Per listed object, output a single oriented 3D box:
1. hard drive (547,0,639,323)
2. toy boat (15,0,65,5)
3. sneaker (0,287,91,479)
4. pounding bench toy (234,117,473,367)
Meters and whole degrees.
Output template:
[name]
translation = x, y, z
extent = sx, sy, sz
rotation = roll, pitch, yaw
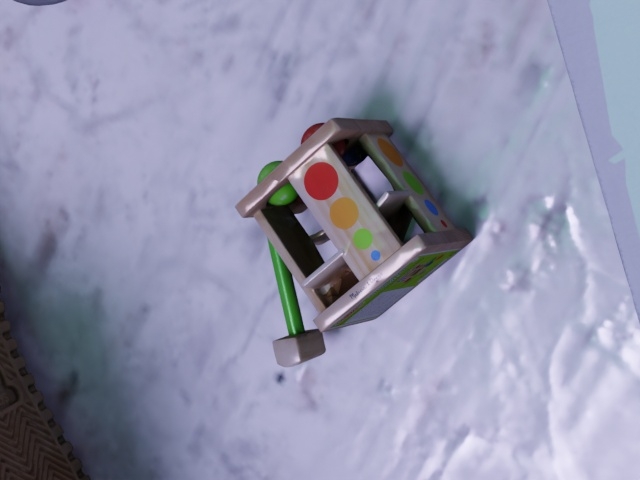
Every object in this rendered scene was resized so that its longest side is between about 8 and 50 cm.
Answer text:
[hard drive]
translation = 0.249, -0.077, 0.398
extent = 0.353, 0.047, 0.233
rotation = -17, 86, 26
[toy boat]
translation = -0.101, -0.252, 0.509
extent = 0.267, 0.148, 0.318
rotation = 20, 96, 30
[sneaker]
translation = -0.206, 0.070, 0.593
extent = 0.153, 0.099, 0.282
rotation = -28, 84, 22
[pounding bench toy]
translation = 0.000, 0.000, 0.516
extent = 0.083, 0.052, 0.065
rotation = -41, 76, 22
